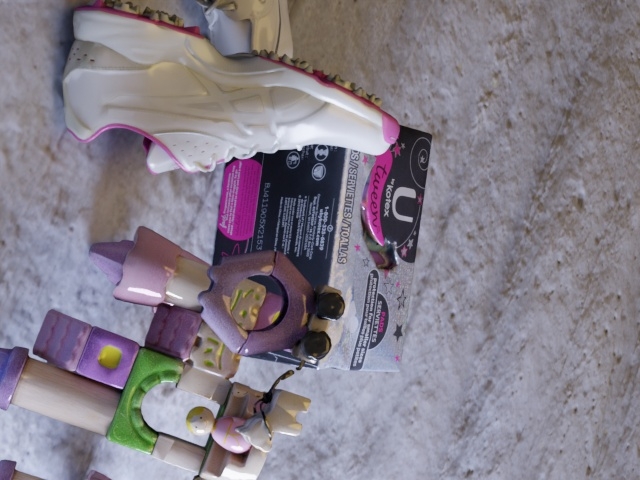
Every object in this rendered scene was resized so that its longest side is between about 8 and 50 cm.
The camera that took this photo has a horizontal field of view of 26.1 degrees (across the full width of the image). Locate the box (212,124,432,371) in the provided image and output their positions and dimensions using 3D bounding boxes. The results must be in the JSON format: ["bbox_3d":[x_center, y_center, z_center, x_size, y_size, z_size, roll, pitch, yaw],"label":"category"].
[{"bbox_3d":[0.000,0.000,1.386,0.142,0.163,0.247,8,89,-51],"label":"box"}]

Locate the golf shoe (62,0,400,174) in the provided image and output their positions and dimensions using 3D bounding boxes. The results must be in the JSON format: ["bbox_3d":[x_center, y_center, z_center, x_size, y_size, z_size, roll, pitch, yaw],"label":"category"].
[{"bbox_3d":[-0.084,-0.113,1.232,0.306,0.115,0.140,17,94,-10],"label":"golf shoe"}]

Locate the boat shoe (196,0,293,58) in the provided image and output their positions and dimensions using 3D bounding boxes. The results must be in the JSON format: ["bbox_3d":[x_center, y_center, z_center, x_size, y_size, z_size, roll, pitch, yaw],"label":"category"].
[{"bbox_3d":[-0.083,-0.240,1.319,0.084,0.095,0.258,12,75,-48],"label":"boat shoe"}]

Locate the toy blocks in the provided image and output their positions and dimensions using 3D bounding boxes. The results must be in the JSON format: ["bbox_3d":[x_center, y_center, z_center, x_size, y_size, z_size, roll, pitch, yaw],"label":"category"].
[{"bbox_3d":[-0.168,0.122,1.125,0.260,0.309,0.288,22,84,-8],"label":"toy blocks"}]
